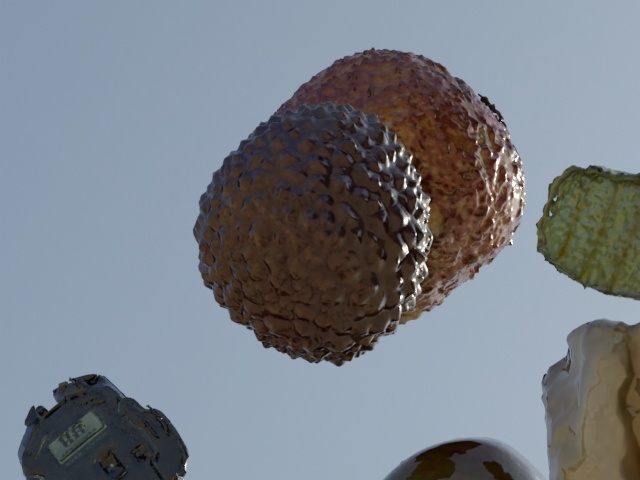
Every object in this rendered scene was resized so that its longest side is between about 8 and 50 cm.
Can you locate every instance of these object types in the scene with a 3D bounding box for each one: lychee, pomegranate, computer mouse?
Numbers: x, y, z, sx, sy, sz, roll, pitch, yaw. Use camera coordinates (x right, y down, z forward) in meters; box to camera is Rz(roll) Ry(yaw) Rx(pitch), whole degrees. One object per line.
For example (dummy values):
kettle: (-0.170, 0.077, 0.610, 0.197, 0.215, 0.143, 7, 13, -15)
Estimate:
lychee: (0.000, 0.000, 1.393, 0.188, 0.188, 0.188, 4, -53, 5)
pomegranate: (0.093, 0.249, 1.436, 0.210, 0.180, 0.180, -27, -61, 12)
computer mouse: (-0.181, 0.207, 1.579, 0.146, 0.241, 0.077, -38, -43, -7)

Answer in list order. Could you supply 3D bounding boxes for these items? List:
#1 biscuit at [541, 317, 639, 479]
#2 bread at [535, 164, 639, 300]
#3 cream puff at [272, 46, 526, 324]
biscuit: (0.122, 0.137, 0.560, 0.079, 0.144, 0.426, -7, -17, 9)
bread: (0.251, 0.004, 1.386, 0.110, 0.156, 0.103, 22, -87, -38)
cream puff: (0.050, -0.042, 1.572, 0.240, 0.164, 0.240, 5, -69, 12)
